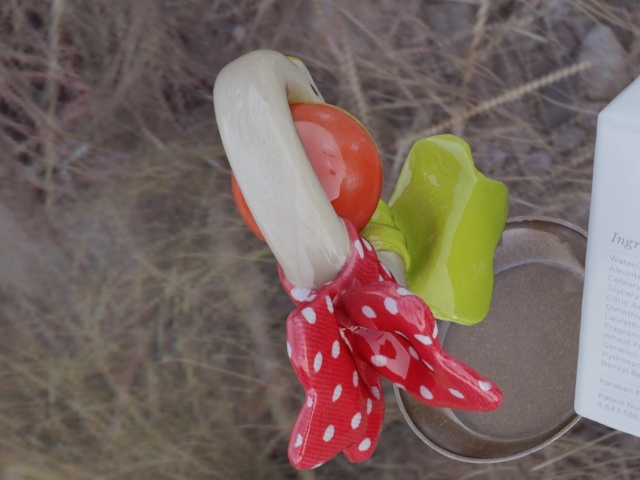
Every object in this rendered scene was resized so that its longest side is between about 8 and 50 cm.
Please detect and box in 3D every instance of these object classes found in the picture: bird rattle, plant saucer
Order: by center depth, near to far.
[{"bbox_3d":[0.000,0.000,0.826,0.143,0.253,0.207,-29,97,21],"label":"bird rattle"},{"bbox_3d":[0.145,0.078,1.190,0.198,0.036,0.199,-19,56,30],"label":"plant saucer"}]

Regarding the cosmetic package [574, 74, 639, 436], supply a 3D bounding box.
[{"bbox_3d":[0.233,0.003,0.810,0.151,0.151,0.184,18,127,28],"label":"cosmetic package"}]
